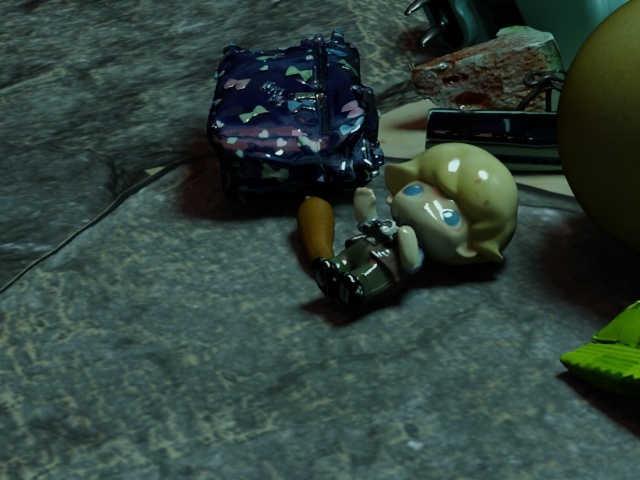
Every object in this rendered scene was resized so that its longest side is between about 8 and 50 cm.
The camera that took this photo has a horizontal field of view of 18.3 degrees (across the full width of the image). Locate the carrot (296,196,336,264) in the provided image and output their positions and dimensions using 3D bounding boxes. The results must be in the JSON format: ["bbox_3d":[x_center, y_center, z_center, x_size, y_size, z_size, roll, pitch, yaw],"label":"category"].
[{"bbox_3d":[0.000,0.000,1.773,0.035,0.035,0.142,-6,33,-5],"label":"carrot"}]

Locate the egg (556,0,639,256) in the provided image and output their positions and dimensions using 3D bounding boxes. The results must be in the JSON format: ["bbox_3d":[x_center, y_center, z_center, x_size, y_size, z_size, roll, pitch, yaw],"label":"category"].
[{"bbox_3d":[0.336,-0.098,1.653,0.250,0.250,0.322,-14,4,-22],"label":"egg"}]

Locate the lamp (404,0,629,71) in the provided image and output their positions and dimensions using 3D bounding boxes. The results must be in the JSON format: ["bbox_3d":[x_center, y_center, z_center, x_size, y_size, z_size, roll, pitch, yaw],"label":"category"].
[{"bbox_3d":[0.221,-0.278,2.135,0.284,0.209,0.147,-12,20,36],"label":"lamp"}]

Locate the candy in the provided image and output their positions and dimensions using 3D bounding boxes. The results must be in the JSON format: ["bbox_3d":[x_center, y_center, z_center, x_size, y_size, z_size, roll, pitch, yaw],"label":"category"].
[{"bbox_3d":[0.318,0.055,1.549,0.246,0.069,0.149,-18,10,-28],"label":"candy"}]

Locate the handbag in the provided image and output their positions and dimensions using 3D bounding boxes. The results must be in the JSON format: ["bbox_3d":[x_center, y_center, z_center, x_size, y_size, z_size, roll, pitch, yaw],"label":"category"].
[{"bbox_3d":[-0.022,-0.119,1.932,0.162,0.113,0.260,-9,27,3],"label":"handbag"}]

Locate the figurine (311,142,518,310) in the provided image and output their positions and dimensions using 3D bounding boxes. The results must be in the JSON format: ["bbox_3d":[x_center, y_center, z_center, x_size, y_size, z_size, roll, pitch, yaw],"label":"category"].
[{"bbox_3d":[0.080,-0.012,1.711,0.196,0.108,0.114,-26,30,-29],"label":"figurine"}]

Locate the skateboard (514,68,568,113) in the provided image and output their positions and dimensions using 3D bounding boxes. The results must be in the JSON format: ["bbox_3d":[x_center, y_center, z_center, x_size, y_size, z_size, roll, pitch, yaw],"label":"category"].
[{"bbox_3d":[0.260,-0.132,1.957,0.151,0.080,0.067,-7,32,-1],"label":"skateboard"}]

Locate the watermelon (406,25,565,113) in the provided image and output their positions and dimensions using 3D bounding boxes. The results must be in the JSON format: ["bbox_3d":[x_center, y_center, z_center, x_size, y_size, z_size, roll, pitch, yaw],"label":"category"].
[{"bbox_3d":[0.185,-0.157,2.010,0.158,0.098,0.121,-19,15,-39],"label":"watermelon"}]

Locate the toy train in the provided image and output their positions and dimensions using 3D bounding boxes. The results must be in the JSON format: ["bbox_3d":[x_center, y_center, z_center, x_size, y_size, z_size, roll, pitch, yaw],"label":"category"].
[{"bbox_3d":[0.227,-0.091,1.917,0.252,0.048,0.055,3,37,6],"label":"toy train"}]
